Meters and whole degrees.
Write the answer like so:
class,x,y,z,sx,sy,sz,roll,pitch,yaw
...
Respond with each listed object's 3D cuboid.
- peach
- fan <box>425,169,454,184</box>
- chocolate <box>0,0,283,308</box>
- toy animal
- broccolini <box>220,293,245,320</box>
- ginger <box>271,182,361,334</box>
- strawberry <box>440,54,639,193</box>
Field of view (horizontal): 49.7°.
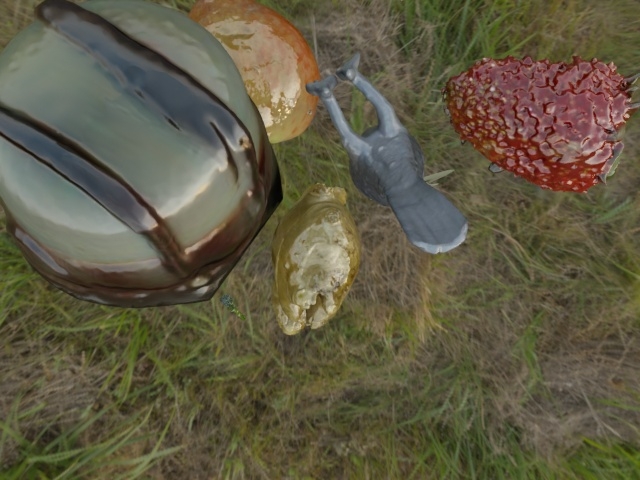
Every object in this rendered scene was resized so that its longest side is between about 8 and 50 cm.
class,x,y,z,sx,sy,sz,roll,pitch,yaw
peach,-0.115,-0.232,0.945,0.232,0.232,0.232,0,101,-1
fan,0.278,-0.151,1.908,0.233,0.415,0.012,-19,87,24
chocolate,-0.168,-0.084,0.620,0.284,0.186,0.283,3,76,-11
toy animal,0.062,-0.094,0.719,0.081,0.367,0.206,-29,93,3
broccolini,-0.233,0.189,1.894,0.035,0.140,0.030,29,73,34
ginger,0.002,0.025,1.122,0.166,0.375,0.236,-4,95,12
strawberry,0.344,-0.172,1.109,0.306,0.137,0.233,4,129,6
